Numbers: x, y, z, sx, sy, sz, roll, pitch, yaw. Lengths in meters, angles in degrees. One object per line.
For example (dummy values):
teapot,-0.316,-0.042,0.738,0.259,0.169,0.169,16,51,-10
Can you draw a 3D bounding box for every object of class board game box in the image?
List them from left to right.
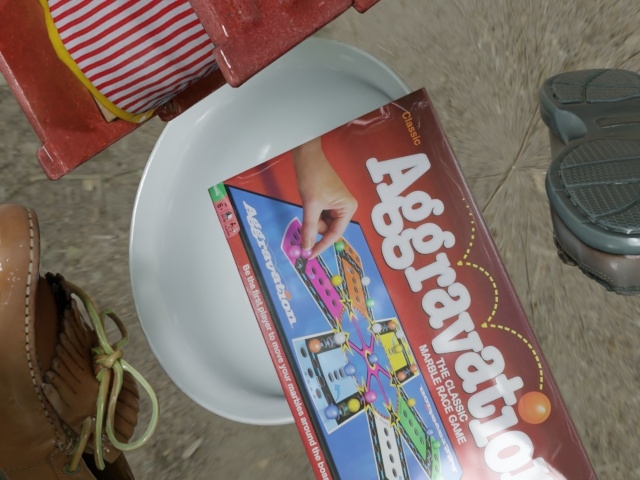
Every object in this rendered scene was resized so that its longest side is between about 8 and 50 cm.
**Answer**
board game box,0.049,0.066,0.779,0.145,0.027,0.281,-25,72,8

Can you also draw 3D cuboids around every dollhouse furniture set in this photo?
dollhouse furniture set,-0.122,-0.236,0.634,0.152,0.201,0.374,-34,97,-33

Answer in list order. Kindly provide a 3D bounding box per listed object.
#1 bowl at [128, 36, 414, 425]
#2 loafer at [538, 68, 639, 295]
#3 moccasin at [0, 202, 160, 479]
bowl,0.000,0.000,1.090,0.298,0.134,0.298,-7,77,33
loafer,0.174,-0.024,0.787,0.096,0.267,0.084,-3,114,6
moccasin,-0.193,0.121,1.040,0.147,0.139,0.380,-6,131,-4
